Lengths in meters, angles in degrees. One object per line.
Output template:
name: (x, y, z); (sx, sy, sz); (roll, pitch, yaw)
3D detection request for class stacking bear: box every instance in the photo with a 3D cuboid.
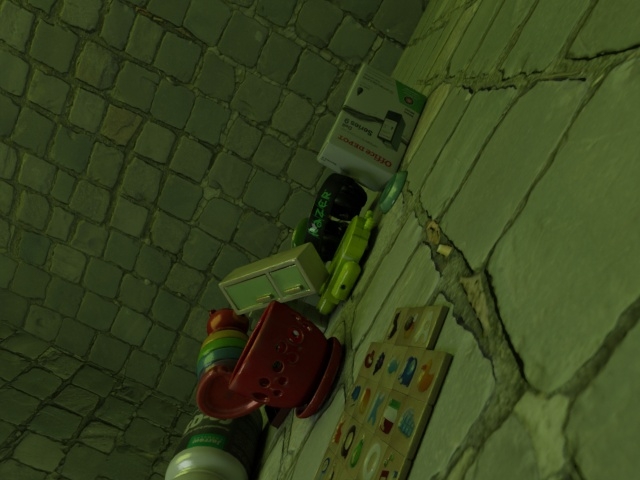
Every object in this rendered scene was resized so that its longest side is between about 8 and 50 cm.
stacking bear: (-0.237, 0.291, 1.296); (0.164, 0.175, 0.289); (-49, 30, 23)

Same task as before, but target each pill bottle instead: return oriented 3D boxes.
pill bottle: (-0.269, 0.560, 1.273); (0.204, 0.204, 0.361); (-62, 6, 16)

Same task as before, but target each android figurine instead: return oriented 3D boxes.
android figurine: (0.066, 0.050, 1.263); (0.248, 0.056, 0.272); (-79, 14, -73)

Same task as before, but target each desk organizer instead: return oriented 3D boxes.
desk organizer: (-0.096, 0.394, 1.218); (0.130, 0.050, 0.047); (-61, 6, 30)

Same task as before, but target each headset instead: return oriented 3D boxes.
headset: (0.020, -0.066, 1.459); (0.394, 0.185, 0.243); (17, -88, -74)

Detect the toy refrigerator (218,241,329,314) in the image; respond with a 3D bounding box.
toy refrigerator: (-0.123, 0.102, 1.271); (0.270, 0.102, 0.094); (-19, 17, 32)

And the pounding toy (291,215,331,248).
pounding toy: (0.000, 0.000, 1.883); (0.237, 0.110, 0.183); (-41, -47, -46)

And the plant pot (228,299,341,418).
plant pot: (-0.061, 0.234, 0.979); (0.191, 0.174, 0.191); (-63, 5, 10)

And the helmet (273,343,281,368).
helmet: (-0.158, 0.355, 1.412); (0.161, 0.169, 0.169); (-92, 24, -44)

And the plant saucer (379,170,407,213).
plant saucer: (0.174, -0.122, 1.233); (0.119, 0.021, 0.119); (-63, 5, 10)

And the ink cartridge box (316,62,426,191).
ink cartridge box: (0.146, -0.314, 1.416); (0.289, 0.211, 0.121); (-67, 8, -21)

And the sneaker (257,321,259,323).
sneaker: (-0.161, 0.300, 2.076); (0.112, 0.121, 0.299); (-21, -34, -53)

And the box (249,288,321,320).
box: (-0.091, 0.172, 1.515); (0.182, 0.181, 0.119); (-62, 5, 22)

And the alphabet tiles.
alphabet tiles: (0.064, 0.240, 0.639); (0.342, 0.011, 0.285); (-65, 5, -13)

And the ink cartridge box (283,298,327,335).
ink cartridge box: (-0.055, 0.200, 1.293); (0.099, 0.135, 0.056); (-79, 13, -72)
